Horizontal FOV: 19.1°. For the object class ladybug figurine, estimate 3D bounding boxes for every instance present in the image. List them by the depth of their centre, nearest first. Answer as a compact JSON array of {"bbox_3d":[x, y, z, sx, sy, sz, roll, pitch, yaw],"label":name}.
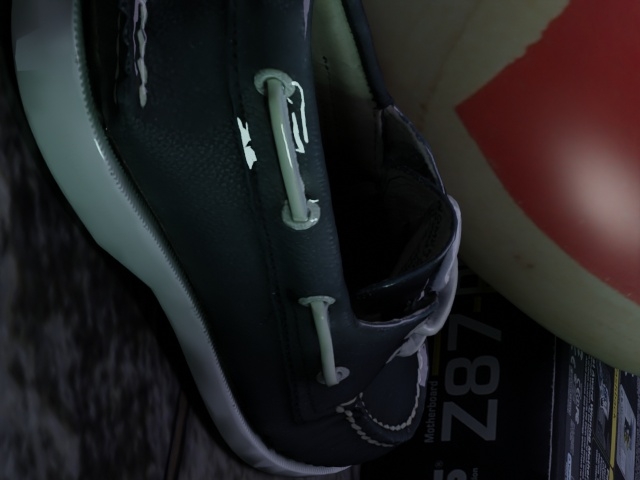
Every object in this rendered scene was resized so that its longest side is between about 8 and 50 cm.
[{"bbox_3d":[0.148,-0.105,0.795,0.449,0.162,0.305,30,54,-42],"label":"ladybug figurine"}]

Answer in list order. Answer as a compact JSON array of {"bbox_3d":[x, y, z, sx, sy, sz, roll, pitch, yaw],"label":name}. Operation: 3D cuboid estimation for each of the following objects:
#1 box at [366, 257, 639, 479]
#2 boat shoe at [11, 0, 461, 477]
[{"bbox_3d":[0.117,0.072,0.980,0.318,0.097,0.395,54,36,-56],"label":"box"},{"bbox_3d":[0.000,0.000,0.628,0.302,0.091,0.114,53,37,-60],"label":"boat shoe"}]
